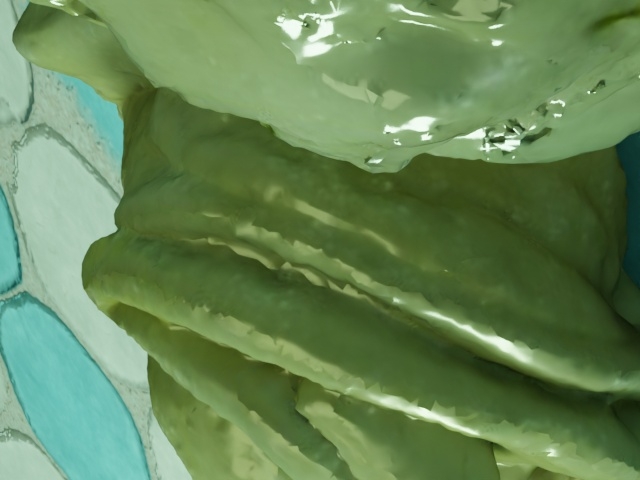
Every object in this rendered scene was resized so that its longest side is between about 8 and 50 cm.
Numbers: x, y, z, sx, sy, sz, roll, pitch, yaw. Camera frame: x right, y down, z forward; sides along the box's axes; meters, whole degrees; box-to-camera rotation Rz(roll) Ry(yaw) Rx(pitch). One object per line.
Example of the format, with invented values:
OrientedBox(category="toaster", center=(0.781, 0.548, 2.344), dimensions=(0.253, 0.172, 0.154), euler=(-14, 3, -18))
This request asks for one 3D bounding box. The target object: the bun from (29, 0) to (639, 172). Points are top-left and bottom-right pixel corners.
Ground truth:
OrientedBox(category="bun", center=(0.009, -0.155, 0.669), dimensions=(0.326, 0.362, 0.235), euler=(-122, 38, -66))

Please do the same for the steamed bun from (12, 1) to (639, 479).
OrientedBox(category="steamed bun", center=(0.004, 0.003, 0.947), dimensions=(0.372, 0.230, 0.325), euler=(62, 157, -11))
